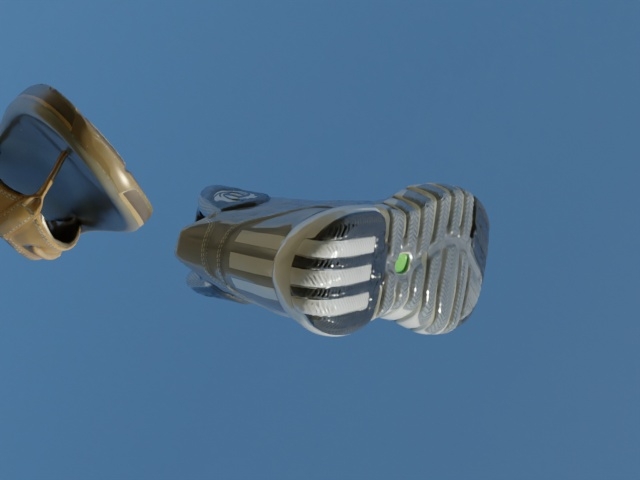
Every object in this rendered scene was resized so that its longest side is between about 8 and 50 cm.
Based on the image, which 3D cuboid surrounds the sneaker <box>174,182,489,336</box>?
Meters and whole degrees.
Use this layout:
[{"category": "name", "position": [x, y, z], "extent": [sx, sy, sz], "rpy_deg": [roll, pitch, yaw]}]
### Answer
[{"category": "sneaker", "position": [0.000, 0.000, 0.839], "extent": [0.132, 0.229, 0.086], "rpy_deg": [11, -87, 28]}]

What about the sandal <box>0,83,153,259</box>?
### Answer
[{"category": "sandal", "position": [-0.126, -0.020, 0.634], "extent": [0.049, 0.072, 0.180], "rpy_deg": [-51, -156, -23]}]
